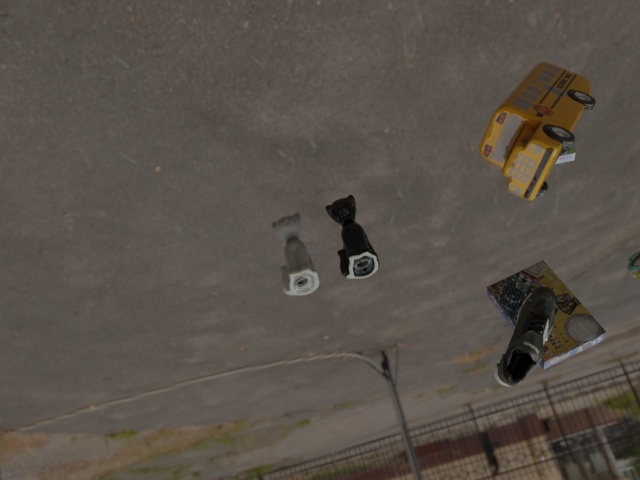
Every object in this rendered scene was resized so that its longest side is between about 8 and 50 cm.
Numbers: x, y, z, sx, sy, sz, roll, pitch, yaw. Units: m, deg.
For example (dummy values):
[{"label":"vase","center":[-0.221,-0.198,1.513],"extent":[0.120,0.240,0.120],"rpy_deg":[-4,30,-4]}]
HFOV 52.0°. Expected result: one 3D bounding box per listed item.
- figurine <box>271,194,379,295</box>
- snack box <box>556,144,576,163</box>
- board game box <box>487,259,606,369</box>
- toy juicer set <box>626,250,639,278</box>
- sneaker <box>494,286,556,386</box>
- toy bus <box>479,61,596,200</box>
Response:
[{"label":"figurine","center":[0.000,0.000,1.441],"extent":[0.214,0.209,0.092],"rpy_deg":[-16,139,1]},{"label":"snack box","center":[0.489,-0.215,1.478],"extent":[0.141,0.100,0.037],"rpy_deg":[-11,154,6]},{"label":"board game box","center":[0.538,0.174,1.582],"extent":[0.165,0.243,0.042],"rpy_deg":[-24,139,-6]},{"label":"toy juicer set","center":[0.608,-0.004,1.088],"extent":[0.209,0.089,0.329],"rpy_deg":[-36,172,17]},{"label":"sneaker","center":[0.445,0.209,1.391],"extent":[0.078,0.234,0.106],"rpy_deg":[25,-179,6]},{"label":"toy bus","center":[0.368,-0.195,1.110],"extent":[0.332,0.130,0.108],"rpy_deg":[-44,158,-47]}]
